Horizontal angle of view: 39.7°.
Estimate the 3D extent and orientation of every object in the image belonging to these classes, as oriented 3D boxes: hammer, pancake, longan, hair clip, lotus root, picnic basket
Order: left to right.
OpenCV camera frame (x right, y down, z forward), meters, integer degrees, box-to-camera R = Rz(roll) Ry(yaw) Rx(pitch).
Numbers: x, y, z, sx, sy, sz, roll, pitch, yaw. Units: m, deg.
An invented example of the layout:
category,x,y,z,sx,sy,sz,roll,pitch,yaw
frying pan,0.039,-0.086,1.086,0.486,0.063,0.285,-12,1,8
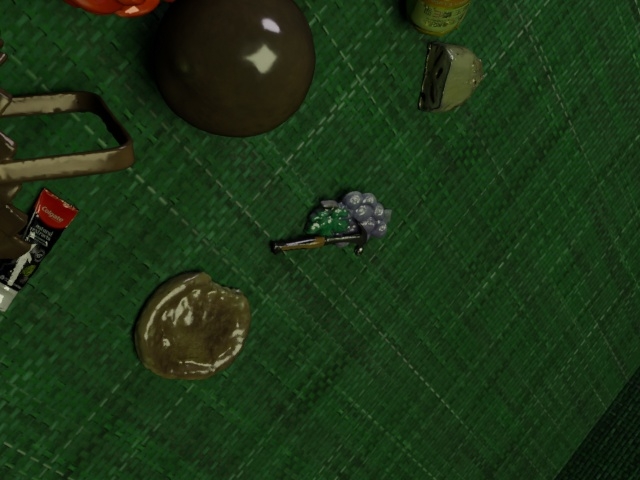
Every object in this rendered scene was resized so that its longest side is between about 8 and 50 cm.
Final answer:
category,x,y,z,sx,sy,sz,roll,pitch,yaw
picnic basket,-0.424,-0.128,1.152,0.321,0.254,0.291,-11,118,-24
pancake,-0.225,0.163,1.606,0.222,0.042,0.236,-46,133,-15
longan,-0.130,-0.274,1.327,0.258,0.258,0.258,-18,121,-32
hammer,0.000,0.000,1.698,0.201,0.021,0.078,-5,127,-25
hair clip,0.055,-0.046,1.739,0.196,0.052,0.124,-9,122,-29
lotus root,0.273,-0.325,1.757,0.144,0.070,0.143,-18,122,-33

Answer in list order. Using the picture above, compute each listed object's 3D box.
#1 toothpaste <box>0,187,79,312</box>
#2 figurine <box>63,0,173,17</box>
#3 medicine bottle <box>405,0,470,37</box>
category,x,y,z,sx,sy,sz,roll,pitch,yaw
toothpaste,-0.449,0.015,1.353,0.071,0.045,0.193,42,76,-43
figurine,-0.274,-0.493,1.098,0.306,0.241,0.411,-7,123,-49
medicine bottle,0.220,-0.459,1.556,0.124,0.124,0.239,-39,166,-19
